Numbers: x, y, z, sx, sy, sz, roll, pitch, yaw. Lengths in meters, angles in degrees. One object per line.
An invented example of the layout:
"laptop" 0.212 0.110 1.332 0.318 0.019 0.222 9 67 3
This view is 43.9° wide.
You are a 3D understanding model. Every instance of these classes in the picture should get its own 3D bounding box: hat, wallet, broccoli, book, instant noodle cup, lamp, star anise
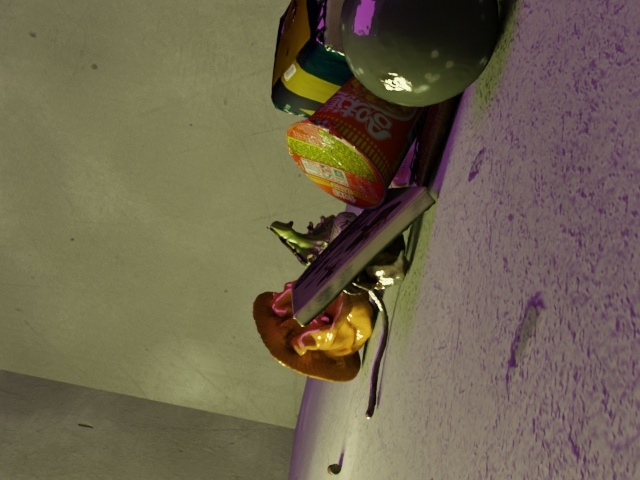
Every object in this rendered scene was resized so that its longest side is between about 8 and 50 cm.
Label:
"hat" 0.026 0.112 1.533 0.244 0.233 0.233 55 126 29
"wallet" 0.171 -0.208 1.135 0.133 0.039 0.243 -83 3 -50
"broccoli" 0.018 -0.002 2.079 0.180 0.273 0.242 -45 5 3
"book" 0.052 0.013 1.272 0.260 0.043 0.371 -44 4 0
"instant noodle cup" 0.080 -0.191 1.271 0.212 0.193 0.193 -53 -8 -21
"lamp" 0.132 -0.293 0.952 0.182 0.182 0.314 104 -173 -51
"star anise" 0.110 0.131 1.264 0.148 0.218 0.227 -2 119 59

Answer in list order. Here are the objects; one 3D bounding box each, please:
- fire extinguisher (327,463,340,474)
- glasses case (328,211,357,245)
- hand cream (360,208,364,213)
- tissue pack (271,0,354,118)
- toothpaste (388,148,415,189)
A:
"fire extinguisher" 0.028 0.465 1.619 0.028 0.022 0.083 -39 -10 -14
"glasses case" 0.052 0.107 1.845 0.137 0.085 0.355 -90 3 -70
"hand cream" 0.117 -0.050 1.811 0.257 0.050 0.084 73 -151 -77
"tissue pack" 0.057 -0.436 1.728 0.416 0.253 0.264 155 124 -72
"toothpaste" 0.146 -0.121 1.479 0.194 0.043 0.067 142 143 -79
